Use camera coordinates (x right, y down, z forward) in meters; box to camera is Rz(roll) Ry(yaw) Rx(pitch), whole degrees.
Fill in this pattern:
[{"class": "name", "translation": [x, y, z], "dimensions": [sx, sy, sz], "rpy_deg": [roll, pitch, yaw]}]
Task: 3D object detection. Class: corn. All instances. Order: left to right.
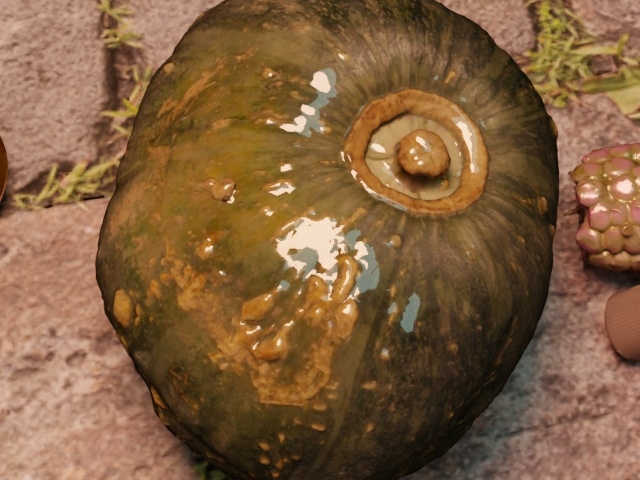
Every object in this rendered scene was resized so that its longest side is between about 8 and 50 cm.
[{"class": "corn", "translation": [0.342, -0.025, 1.184], "dimensions": [0.335, 0.126, 0.126], "rpy_deg": [-6, 67, -3]}]

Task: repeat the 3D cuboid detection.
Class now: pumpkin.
[{"class": "pumpkin", "translation": [0.000, 0.000, 1.076], "dimensions": [0.291, 0.257, 0.327], "rpy_deg": [28, 61, -5]}]

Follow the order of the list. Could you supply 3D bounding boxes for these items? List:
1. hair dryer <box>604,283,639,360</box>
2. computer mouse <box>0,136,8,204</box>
[{"class": "hair dryer", "translation": [0.342, 0.062, 1.169], "dimensions": [0.220, 0.195, 0.053], "rpy_deg": [25, 57, -36]}, {"class": "computer mouse", "translation": [-0.375, -0.084, 1.191], "dimensions": [0.310, 0.072, 0.158], "rpy_deg": [30, 70, 8]}]
